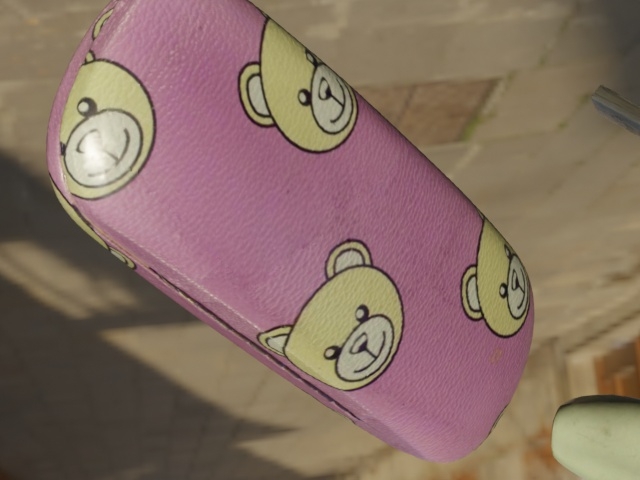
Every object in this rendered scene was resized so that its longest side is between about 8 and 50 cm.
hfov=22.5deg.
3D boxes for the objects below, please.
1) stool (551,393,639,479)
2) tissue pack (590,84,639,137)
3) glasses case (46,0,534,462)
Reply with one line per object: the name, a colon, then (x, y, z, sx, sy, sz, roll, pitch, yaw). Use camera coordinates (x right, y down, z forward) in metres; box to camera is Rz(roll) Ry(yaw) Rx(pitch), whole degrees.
stool: (0.218, 0.173, 0.790, 0.198, 0.195, 0.195, 6, 176, 21)
tissue pack: (0.359, -0.135, 1.818, 0.108, 0.023, 0.056, 35, 175, 30)
glasses case: (0.000, 0.000, 0.754, 0.075, 0.123, 0.316, 8, 157, 46)
